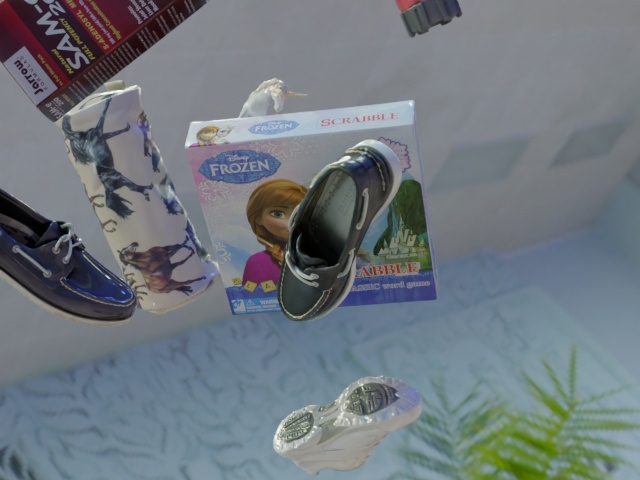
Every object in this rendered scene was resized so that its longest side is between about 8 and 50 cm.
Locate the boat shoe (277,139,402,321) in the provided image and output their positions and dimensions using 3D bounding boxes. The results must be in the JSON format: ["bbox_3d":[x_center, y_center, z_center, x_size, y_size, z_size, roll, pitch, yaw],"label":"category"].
[{"bbox_3d":[0.000,0.000,1.551,0.091,0.114,0.303,-31,-29,-49],"label":"boat shoe"}]

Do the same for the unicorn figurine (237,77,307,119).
[{"bbox_3d":[-0.090,-0.187,1.744,0.060,0.162,0.111,26,-83,-21],"label":"unicorn figurine"}]

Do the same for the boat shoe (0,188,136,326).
[{"bbox_3d":[-0.257,0.011,1.124,0.065,0.206,0.075,-54,12,27],"label":"boat shoe"}]

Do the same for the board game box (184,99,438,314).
[{"bbox_3d":[-0.004,-0.038,1.726,0.318,0.066,0.318,-6,-52,9],"label":"board game box"}]

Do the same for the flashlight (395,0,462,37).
[{"bbox_3d":[0.139,-0.502,2.035,0.103,0.304,0.103,-24,5,-22],"label":"flashlight"}]

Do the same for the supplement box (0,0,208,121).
[{"bbox_3d":[-0.255,-0.261,1.361,0.239,0.130,0.073,-39,-8,-2],"label":"supplement box"}]

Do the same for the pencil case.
[{"bbox_3d":[-0.319,-0.079,2.116,0.159,0.410,0.183,-20,8,20],"label":"pencil case"}]

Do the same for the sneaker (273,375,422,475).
[{"bbox_3d":[0.054,0.274,1.732,0.232,0.090,0.115,-22,-53,24],"label":"sneaker"}]
